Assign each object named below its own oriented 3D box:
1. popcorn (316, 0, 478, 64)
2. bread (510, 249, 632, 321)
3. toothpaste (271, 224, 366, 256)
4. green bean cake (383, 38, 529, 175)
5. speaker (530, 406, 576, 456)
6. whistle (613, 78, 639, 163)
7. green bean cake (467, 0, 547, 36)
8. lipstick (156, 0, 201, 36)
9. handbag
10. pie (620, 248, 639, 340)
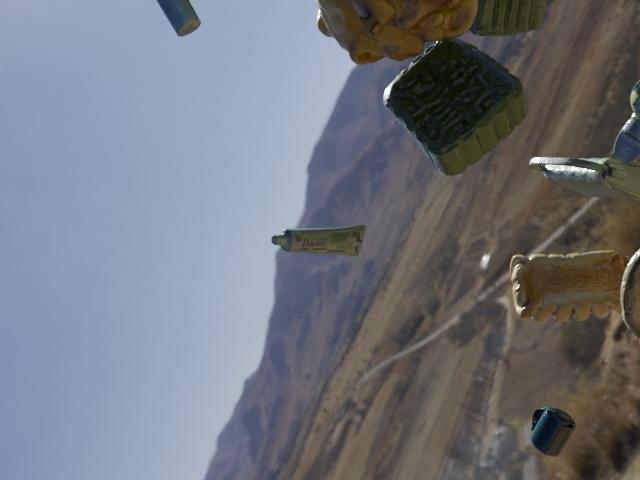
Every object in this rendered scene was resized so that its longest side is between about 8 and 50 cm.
[{"bbox_3d":[0.117,-0.471,1.439,0.297,0.316,0.281,54,-141,-36],"label":"popcorn"},{"bbox_3d":[0.631,0.117,1.926,0.121,0.311,0.172,68,-158,-65],"label":"bread"},{"bbox_3d":[0.000,0.000,1.431,0.218,0.041,0.064,0,-72,-41],"label":"toothpaste"},{"bbox_3d":[0.264,-0.278,1.564,0.222,0.248,0.125,-41,-35,2],"label":"green bean cake"},{"bbox_3d":[0.407,0.330,1.371,0.075,0.060,0.094,-64,-5,15],"label":"speaker"},{"bbox_3d":[0.654,-0.247,1.534,0.123,0.123,0.223,-63,-5,-45],"label":"whistle"},{"bbox_3d":[0.431,-0.599,1.960,0.227,0.223,0.125,-123,27,-51],"label":"green bean cake"},{"bbox_3d":[-0.344,-0.563,1.648,0.061,0.274,0.068,-29,-5,-22],"label":"lipstick"},{"bbox_3d":[0.603,-0.156,1.769,0.256,0.219,0.079,-163,89,-73],"label":"handbag"},{"bbox_3d":[0.749,0.106,1.601,0.055,0.274,0.274,-99,33,-75],"label":"pie"}]
